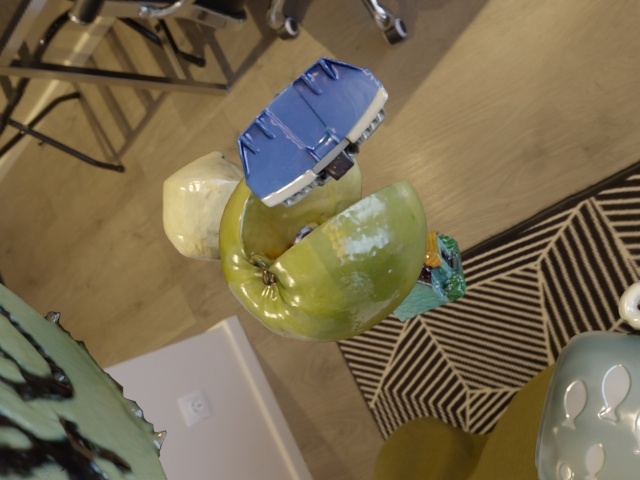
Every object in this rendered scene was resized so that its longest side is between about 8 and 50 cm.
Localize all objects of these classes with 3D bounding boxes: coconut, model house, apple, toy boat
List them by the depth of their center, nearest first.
[{"bbox_3d":[-0.011,-0.106,0.548,0.129,0.295,0.088,-43,102,6],"label":"toy boat"},{"bbox_3d":[0.000,0.000,0.793,0.292,0.254,0.292,23,128,33],"label":"apple"},{"bbox_3d":[-0.216,-0.071,1.155,0.224,0.224,0.224,7,102,34],"label":"coconut"},{"bbox_3d":[0.257,0.039,1.648,0.230,0.281,0.249,-27,123,23],"label":"model house"}]

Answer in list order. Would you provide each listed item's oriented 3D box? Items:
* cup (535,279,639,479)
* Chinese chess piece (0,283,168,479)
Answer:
[{"bbox_3d":[0.442,0.206,0.711,0.274,0.259,0.357,10,91,31],"label":"cup"},{"bbox_3d":[-0.247,0.127,0.351,0.349,0.349,0.146,40,82,23],"label":"Chinese chess piece"}]
